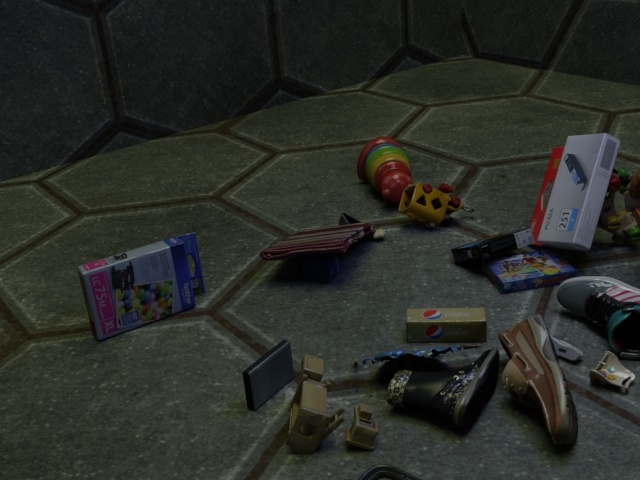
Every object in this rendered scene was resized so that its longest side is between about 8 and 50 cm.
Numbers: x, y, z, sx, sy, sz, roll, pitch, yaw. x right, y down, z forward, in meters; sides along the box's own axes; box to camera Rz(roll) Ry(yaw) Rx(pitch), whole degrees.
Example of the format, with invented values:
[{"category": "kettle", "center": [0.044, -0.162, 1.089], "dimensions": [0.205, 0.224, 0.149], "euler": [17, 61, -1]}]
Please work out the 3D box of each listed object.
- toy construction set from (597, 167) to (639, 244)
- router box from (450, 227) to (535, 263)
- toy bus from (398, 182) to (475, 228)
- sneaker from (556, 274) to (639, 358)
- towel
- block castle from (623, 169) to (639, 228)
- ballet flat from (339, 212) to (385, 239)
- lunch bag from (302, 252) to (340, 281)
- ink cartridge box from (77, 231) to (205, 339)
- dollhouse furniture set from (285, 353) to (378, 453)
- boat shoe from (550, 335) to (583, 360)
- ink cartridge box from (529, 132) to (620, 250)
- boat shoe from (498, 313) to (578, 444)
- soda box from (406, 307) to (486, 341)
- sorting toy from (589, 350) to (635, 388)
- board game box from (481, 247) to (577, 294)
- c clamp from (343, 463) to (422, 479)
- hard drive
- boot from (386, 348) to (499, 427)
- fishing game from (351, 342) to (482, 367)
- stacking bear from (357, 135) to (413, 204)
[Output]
[{"category": "toy construction set", "center": [0.792, -0.032, 2.077], "dimensions": [0.257, 0.237, 0.309], "euler": [16, 28, -42]}, {"category": "router box", "center": [0.458, 0.015, 2.090], "dimensions": [0.178, 0.046, 0.133], "euler": [-16, 2, -25]}, {"category": "toy bus", "center": [0.331, -0.091, 2.321], "dimensions": [0.202, 0.191, 0.104], "euler": [9, 72, 29]}, {"category": "sneaker", "center": [0.641, 0.171, 1.717], "dimensions": [0.295, 0.124, 0.178], "euler": [15, 22, 33]}, {"category": "towel", "center": [0.000, 0.000, 2.162], "dimensions": [0.236, 0.037, 0.329], "euler": [-6, 8, 19]}, {"category": "block castle", "center": [0.877, -0.035, 1.716], "dimensions": [0.212, 0.303, 0.453], "euler": [-13, 55, -2]}, {"category": "ballet flat", "center": [0.120, -0.039, 2.317], "dimensions": [0.173, 0.049, 0.057], "euler": [18, 35, 39]}, {"category": "lunch bag", "center": [0.002, 0.067, 2.096], "dimensions": [0.098, 0.067, 0.065], "euler": [6, 26, 30]}, {"category": "ink cartridge box", "center": [-0.429, 0.109, 1.950], "dimensions": [0.311, 0.186, 0.065], "euler": [-20, 27, -29]}, {"category": "dollhouse furniture set", "center": [0.024, 0.336, 1.547], "dimensions": [0.160, 0.101, 0.182], "euler": [19, 24, -7]}, {"category": "boat shoe", "center": [0.525, 0.234, 1.703], "dimensions": [0.035, 0.035, 0.100], "euler": [10, 7, -42]}, {"category": "ink cartridge box", "center": [0.640, -0.127, 2.071], "dimensions": [0.066, 0.297, 0.261], "euler": [20, -5, -24]}, {"category": "boat shoe", "center": [0.422, 0.279, 1.544], "dimensions": [0.116, 0.123, 0.324], "euler": [-19, 27, 13]}, {"category": "soda box", "center": [0.287, 0.193, 1.794], "dimensions": [0.181, 0.058, 0.061], "euler": [-2, 26, 8]}, {"category": "sorting toy", "center": [0.596, 0.274, 1.594], "dimensions": [0.075, 0.045, 0.083], "euler": [23, 36, 32]}, {"category": "board game box", "center": [0.535, 0.077, 2.018], "dimensions": [0.201, 0.035, 0.136], "euler": [-9, 26, -8]}, {"category": "c clamp", "center": [0.112, 0.440, 1.360], "dimensions": [0.160, 0.022, 0.137], "euler": [12, 25, 34]}, {"category": "hard drive", "center": [-0.107, 0.280, 1.640], "dimensions": [0.022, 0.094, 0.135], "euler": [13, 31, 34]}, {"category": "boot", "center": [0.255, 0.280, 1.593], "dimensions": [0.178, 0.085, 0.236], "euler": [7, 26, 29]}, {"category": "fishing game", "center": [0.199, 0.249, 1.650], "dimensions": [0.263, 0.041, 0.189], "euler": [-7, -11, -3]}, {"category": "stacking bear", "center": [0.228, -0.213, 2.552], "dimensions": [0.175, 0.164, 0.289], "euler": [-7, 30, -5]}]
